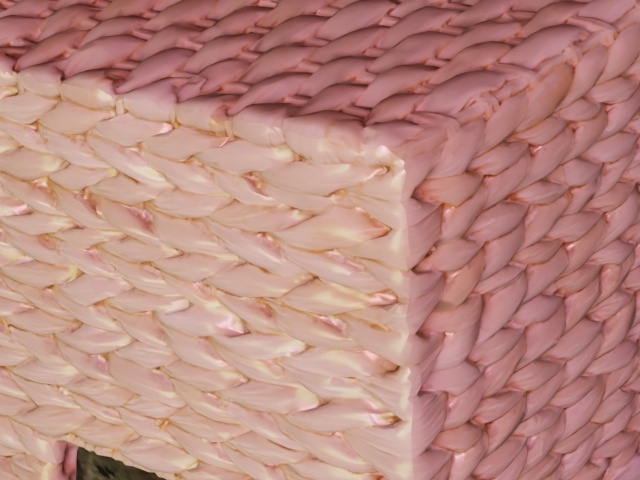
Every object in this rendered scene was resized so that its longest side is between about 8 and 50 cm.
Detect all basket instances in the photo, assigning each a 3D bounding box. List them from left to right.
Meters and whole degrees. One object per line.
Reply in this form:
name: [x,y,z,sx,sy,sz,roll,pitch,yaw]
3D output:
basket: [0.000,0.000,0.947,0.328,0.331,0.266,15,121,34]
